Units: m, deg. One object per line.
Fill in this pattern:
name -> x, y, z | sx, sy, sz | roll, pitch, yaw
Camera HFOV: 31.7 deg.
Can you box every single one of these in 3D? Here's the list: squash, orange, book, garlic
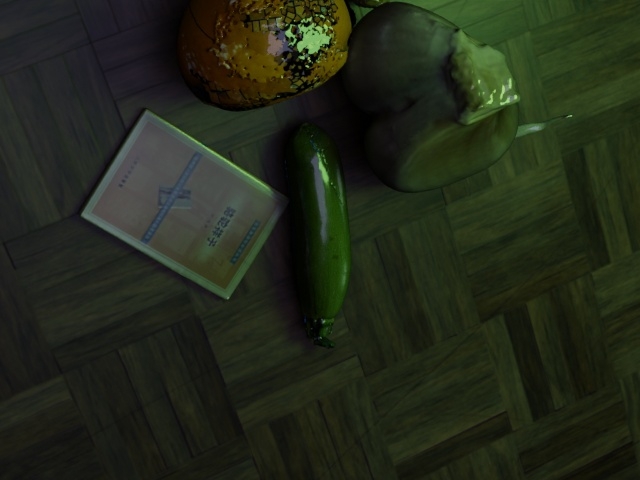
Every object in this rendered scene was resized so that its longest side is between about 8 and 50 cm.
squash -> -0.001, 0.000, 1.563 | 0.087, 0.087, 0.331 | -8, 107, -18
orange -> -0.071, -0.255, 1.391 | 0.234, 0.234, 0.182 | -36, 112, -8
book -> -0.180, -0.045, 1.521 | 0.242, 0.018, 0.170 | 31, 91, -24
garlic -> 0.156, -0.200, 1.511 | 0.246, 0.340, 0.231 | -31, 77, 22

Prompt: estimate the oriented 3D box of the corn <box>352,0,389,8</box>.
corn -> 0.089, -0.463, 1.462 | 0.119, 0.119, 0.322 | 1, 108, -20
